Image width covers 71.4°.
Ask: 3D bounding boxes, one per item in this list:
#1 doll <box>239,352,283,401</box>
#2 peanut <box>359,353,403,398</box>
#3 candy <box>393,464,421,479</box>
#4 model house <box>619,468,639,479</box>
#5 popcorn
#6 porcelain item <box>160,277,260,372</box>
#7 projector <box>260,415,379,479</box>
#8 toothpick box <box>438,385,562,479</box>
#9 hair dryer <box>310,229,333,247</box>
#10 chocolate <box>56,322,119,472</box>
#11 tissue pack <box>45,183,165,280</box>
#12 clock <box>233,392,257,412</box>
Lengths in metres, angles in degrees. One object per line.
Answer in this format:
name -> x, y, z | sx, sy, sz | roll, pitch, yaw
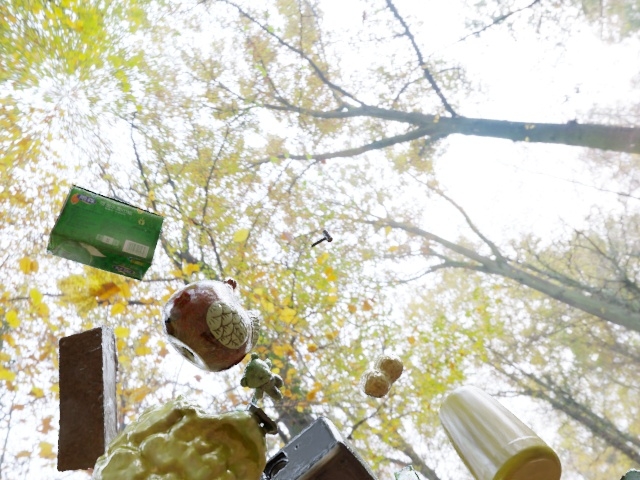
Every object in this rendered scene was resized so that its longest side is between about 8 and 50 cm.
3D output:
doll -> -0.145, 0.372, 1.199 | 0.150, 0.078, 0.115 | 48, -138, -37
peanut -> 0.193, 0.426, 1.402 | 0.229, 0.098, 0.103 | -25, -96, -55
candy -> 0.267, 0.745, 1.235 | 0.062, 0.097, 0.194 | -17, -86, -6
model house -> 0.604, 0.429, 0.722 | 0.149, 0.148, 0.119 | 14, -118, -40
popcorn -> -0.222, 0.402, 0.721 | 0.237, 0.293, 0.292 | -50, -52, -43
porcelain item -> -0.268, 0.198, 1.136 | 0.253, 0.253, 0.252 | -9, -70, -27
projector -> 0.009, 0.970, 1.709 | 0.395, 0.242, 0.405 | -38, -72, -11
toothpick box -> 0.397, 0.467, 1.040 | 0.175, 0.271, 0.174 | -5, -71, -16
hair dryer -> 0.000, 0.000, 1.563 | 0.083, 0.047, 0.026 | -33, -37, -4
chocolate -> -0.538, 0.357, 1.029 | 0.112, 0.112, 0.320 | -8, -113, -11
tissue pack -> -0.493, -0.002, 1.023 | 0.209, 0.156, 0.147 | 20, -129, -26
clock -> -0.236, 0.561, 1.327 | 0.159, 0.066, 0.210 | 93, -164, -62
